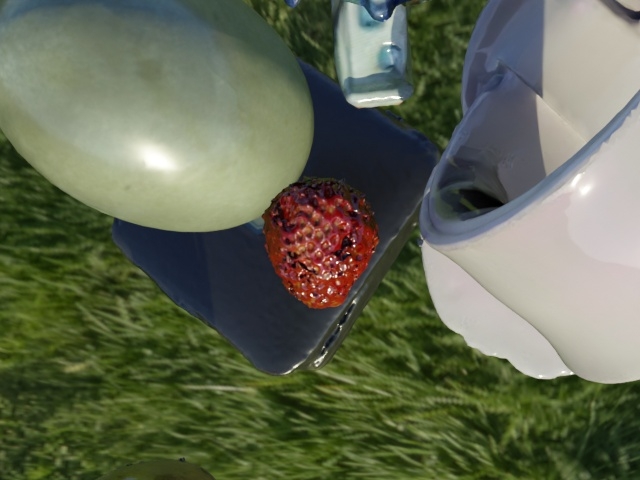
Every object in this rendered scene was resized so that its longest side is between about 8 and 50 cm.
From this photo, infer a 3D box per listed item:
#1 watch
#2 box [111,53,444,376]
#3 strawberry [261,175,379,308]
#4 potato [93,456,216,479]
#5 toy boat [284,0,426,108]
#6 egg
[{"bbox_3d":[0.149,-0.021,0.638,0.196,0.231,0.244,38,103,-15],"label":"watch"},{"bbox_3d":[-0.058,-0.048,1.714,0.350,0.091,0.359,35,95,21],"label":"box"},{"bbox_3d":[0.000,0.000,0.937,0.083,0.083,0.096,-5,104,9],"label":"strawberry"},{"bbox_3d":[-0.210,0.334,1.540,0.202,0.117,0.182,-16,69,-1],"label":"potato"},{"bbox_3d":[0.028,-0.163,0.810,0.114,0.262,0.115,-2,122,-1],"label":"toy boat"},{"bbox_3d":[-0.169,-0.148,1.341,0.352,0.258,0.258,32,85,-22],"label":"egg"}]
